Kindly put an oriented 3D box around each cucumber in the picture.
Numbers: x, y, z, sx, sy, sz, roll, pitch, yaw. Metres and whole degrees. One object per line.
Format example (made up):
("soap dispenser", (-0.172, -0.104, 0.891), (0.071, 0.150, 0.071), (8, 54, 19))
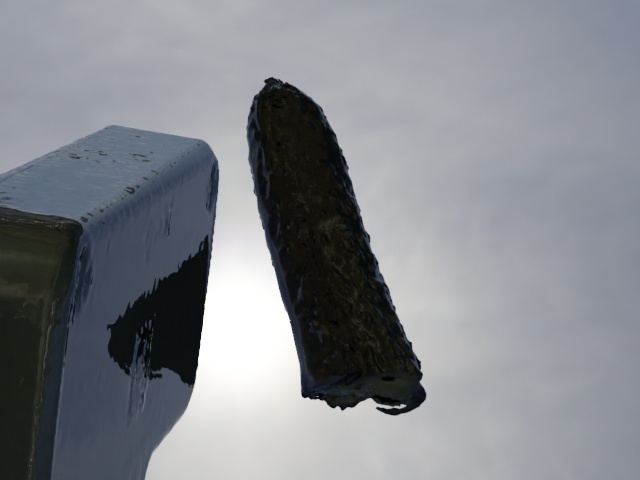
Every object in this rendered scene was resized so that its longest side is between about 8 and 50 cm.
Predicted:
("cucumber", (-0.001, 0.002, 1.137), (0.067, 0.067, 0.245), (-5, -134, -14))

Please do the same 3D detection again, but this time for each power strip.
("power strip", (-0.094, 0.065, 0.727), (0.059, 0.193, 0.265), (8, -170, 6))
